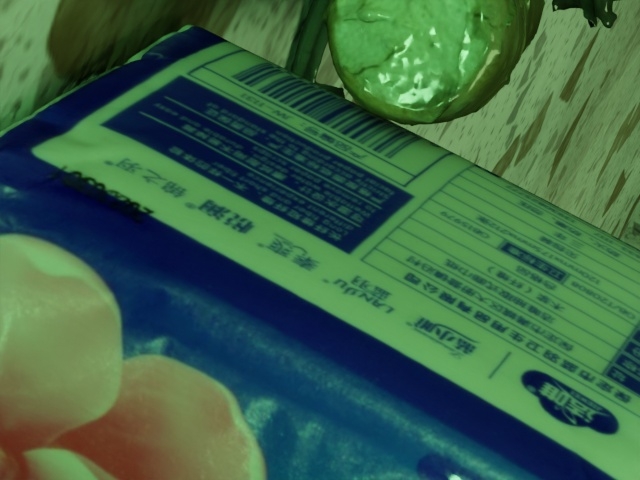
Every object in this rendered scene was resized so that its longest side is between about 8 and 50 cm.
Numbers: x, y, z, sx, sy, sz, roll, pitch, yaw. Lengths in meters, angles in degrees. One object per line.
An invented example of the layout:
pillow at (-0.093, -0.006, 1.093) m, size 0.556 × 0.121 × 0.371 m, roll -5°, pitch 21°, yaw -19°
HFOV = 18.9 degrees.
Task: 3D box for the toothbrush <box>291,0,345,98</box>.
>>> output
toothbrush at (0.025, -0.158, 0.863) m, size 0.030 × 0.030 × 0.297 m, roll -88°, pitch -168°, yaw -52°

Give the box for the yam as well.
yam at (0.058, -0.098, 0.841) m, size 0.083 × 0.083 × 0.371 m, roll -64°, pitch 175°, yaw 11°

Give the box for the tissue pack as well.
tissue pack at (0.007, 0.053, 0.675) m, size 0.209 × 0.269 × 0.137 m, roll -44°, pitch 158°, yaw -56°

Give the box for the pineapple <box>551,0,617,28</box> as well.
pineapple at (0.235, -0.266, 1.266) m, size 0.310 × 0.141 × 0.170 m, roll 112°, pitch -13°, yaw -57°
